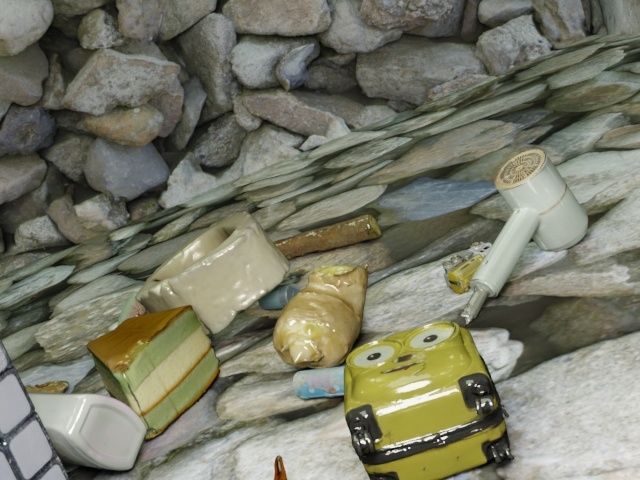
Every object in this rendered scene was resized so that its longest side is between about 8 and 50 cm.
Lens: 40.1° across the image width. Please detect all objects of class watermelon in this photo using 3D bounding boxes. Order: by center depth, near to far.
[{"bbox_3d":[-0.425,0.184,2.032,0.080,0.101,0.155,11,44,43],"label":"watermelon"}]

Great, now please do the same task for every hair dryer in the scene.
[{"bbox_3d":[0.332,0.020,1.530,0.107,0.173,0.357,-6,40,55],"label":"hair dryer"}]

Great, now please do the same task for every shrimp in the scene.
[{"bbox_3d":[-0.604,0.317,1.869,0.180,0.041,0.099,-6,20,44],"label":"shrimp"}]

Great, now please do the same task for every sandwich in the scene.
[{"bbox_3d":[-0.330,0.242,1.565,0.198,0.155,0.227,-14,17,31],"label":"sandwich"}]

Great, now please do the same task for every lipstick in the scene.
[{"bbox_3d":[0.033,0.219,1.363,0.158,0.048,0.048,-11,19,32],"label":"lipstick"}]

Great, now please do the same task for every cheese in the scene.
[{"bbox_3d":[-0.226,0.081,1.854,0.292,0.153,0.332,-43,13,-23],"label":"cheese"}]

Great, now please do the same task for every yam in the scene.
[{"bbox_3d":[0.000,0.000,2.111,0.300,0.066,0.066,-15,17,24],"label":"yam"}]

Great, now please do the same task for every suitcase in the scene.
[{"bbox_3d":[0.127,0.203,1.117,0.194,0.143,0.235,-20,15,6],"label":"suitcase"}]

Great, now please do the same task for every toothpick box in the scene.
[{"bbox_3d":[-0.085,0.119,1.839,0.083,0.052,0.052,-9,20,40],"label":"toothpick box"}]

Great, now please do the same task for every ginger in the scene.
[{"bbox_3d":[0.003,0.135,1.518,0.138,0.152,0.267,12,45,15],"label":"ginger"}]

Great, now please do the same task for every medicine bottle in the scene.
[{"bbox_3d":[-0.433,0.311,1.450,0.296,0.161,0.111,-10,51,41],"label":"medicine bottle"}]

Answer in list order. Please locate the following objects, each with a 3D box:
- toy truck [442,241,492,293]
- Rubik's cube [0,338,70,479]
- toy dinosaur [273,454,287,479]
[{"bbox_3d":[0.277,0.050,1.604,0.123,0.052,0.063,-32,23,-29],"label":"toy truck"},{"bbox_3d":[-0.619,0.346,1.243,0.344,0.344,0.337,-12,18,27],"label":"Rubik's cube"},{"bbox_3d":[-0.009,0.342,0.939,0.208,0.097,0.432,-26,10,21],"label":"toy dinosaur"}]
